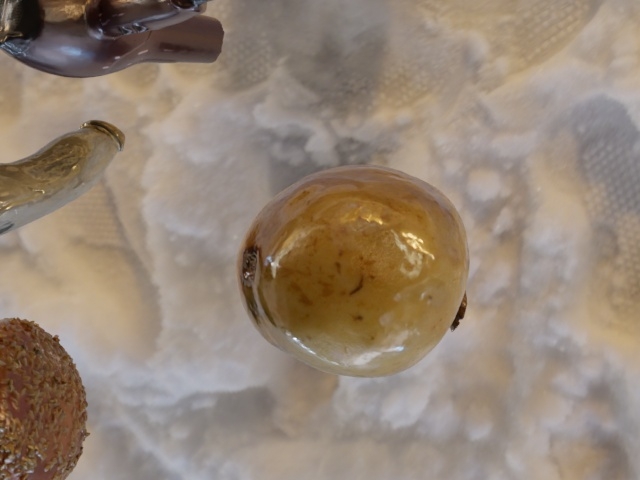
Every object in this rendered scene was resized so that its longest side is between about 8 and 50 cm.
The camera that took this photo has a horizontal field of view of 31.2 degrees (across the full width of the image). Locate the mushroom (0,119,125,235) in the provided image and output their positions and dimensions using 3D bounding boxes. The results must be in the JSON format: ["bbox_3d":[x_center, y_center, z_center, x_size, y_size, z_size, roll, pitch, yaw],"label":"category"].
[{"bbox_3d":[-0.417,-0.074,1.611,0.109,0.351,0.097,35,139,29],"label":"mushroom"}]

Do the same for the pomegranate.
[{"bbox_3d":[0.037,0.036,1.414,0.307,0.307,0.307,6,109,19],"label":"pomegranate"}]

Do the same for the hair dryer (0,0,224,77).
[{"bbox_3d":[-0.163,-0.245,1.244,0.340,0.312,0.123,1,93,47],"label":"hair dryer"}]

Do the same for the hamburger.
[{"bbox_3d":[-0.480,0.254,1.666,0.225,0.291,0.291,-18,100,23],"label":"hamburger"}]
